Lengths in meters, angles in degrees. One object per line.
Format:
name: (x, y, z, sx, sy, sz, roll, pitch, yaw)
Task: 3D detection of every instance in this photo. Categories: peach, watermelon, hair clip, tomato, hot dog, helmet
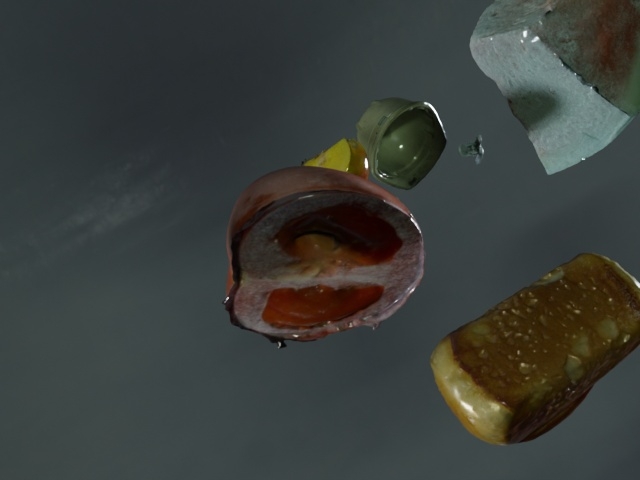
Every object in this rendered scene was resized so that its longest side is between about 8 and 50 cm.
peach: (0.033, -0.119, 1.518, 0.151, 0.118, 0.151, -32, -166, 9)
watermelon: (0.350, -0.296, 1.225, 0.258, 0.388, 0.228, 4, -177, -15)
hair clip: (0.251, -0.148, 1.349, 0.039, 0.030, 0.115, -6, 175, 13)
tomato: (0.000, 0.000, 0.812, 0.199, 0.112, 0.228, 3, 139, -15)
hot dog: (0.370, 0.201, 1.391, 0.405, 0.185, 0.223, -27, 146, -20)
helmet: (0.161, -0.242, 1.863, 0.204, 0.137, 0.257, -50, 145, 1)
